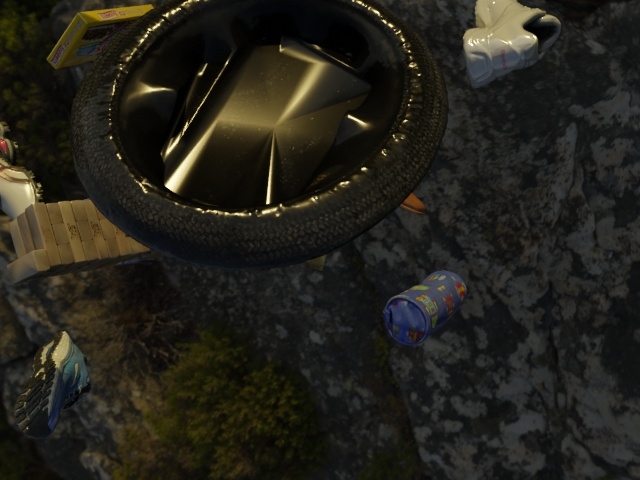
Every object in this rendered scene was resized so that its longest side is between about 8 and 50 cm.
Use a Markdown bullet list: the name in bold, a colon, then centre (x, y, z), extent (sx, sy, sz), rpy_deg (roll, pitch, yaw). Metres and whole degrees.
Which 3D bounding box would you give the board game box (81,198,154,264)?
- **board game box**: centre (-0.382, -0.020, 1.007), extent (0.201, 0.035, 0.136), rpy_deg (-6, 86, 40)

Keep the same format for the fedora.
- **fedora**: centre (-0.049, -0.093, 0.508), extent (0.334, 0.334, 0.152), rpy_deg (36, 152, 16)

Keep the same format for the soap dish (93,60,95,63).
- **soap dish**: centre (-0.559, -0.553, 1.661), extent (0.291, 0.229, 0.118), rpy_deg (-2, 104, 55)

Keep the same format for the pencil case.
- **pencil case**: centre (0.263, 0.160, 1.361), extent (0.133, 0.306, 0.119), rpy_deg (4, 102, 31)

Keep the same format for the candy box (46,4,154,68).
- **candy box**: centre (-0.364, -0.349, 0.922), extent (0.105, 0.206, 0.027), rpy_deg (-34, 102, 29)

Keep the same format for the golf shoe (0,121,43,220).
- **golf shoe**: centre (-0.583, -0.098, 0.975), extent (0.273, 0.120, 0.105), rpy_deg (49, 136, 22)

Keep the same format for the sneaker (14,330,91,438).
- **sneaker**: centre (-0.631, 0.360, 1.332), extent (0.129, 0.330, 0.147), rpy_deg (-38, 117, 6)

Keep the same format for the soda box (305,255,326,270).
- **soda box**: centre (0.000, 0.000, 1.723), extent (0.058, 0.061, 0.181), rpy_deg (13, 70, 0)

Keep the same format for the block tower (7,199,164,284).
- **block tower**: centre (-0.300, -0.014, 0.846), extent (0.091, 0.335, 0.097), rpy_deg (-20, 86, 39)

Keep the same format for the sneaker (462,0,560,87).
- **sneaker**: centre (0.270, -0.286, 0.750), extent (0.115, 0.232, 0.090), rpy_deg (-2, 132, 27)

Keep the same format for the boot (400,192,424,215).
- **boot**: centre (0.259, -0.231, 1.681), extent (0.283, 0.109, 0.220), rpy_deg (39, 101, 6)
